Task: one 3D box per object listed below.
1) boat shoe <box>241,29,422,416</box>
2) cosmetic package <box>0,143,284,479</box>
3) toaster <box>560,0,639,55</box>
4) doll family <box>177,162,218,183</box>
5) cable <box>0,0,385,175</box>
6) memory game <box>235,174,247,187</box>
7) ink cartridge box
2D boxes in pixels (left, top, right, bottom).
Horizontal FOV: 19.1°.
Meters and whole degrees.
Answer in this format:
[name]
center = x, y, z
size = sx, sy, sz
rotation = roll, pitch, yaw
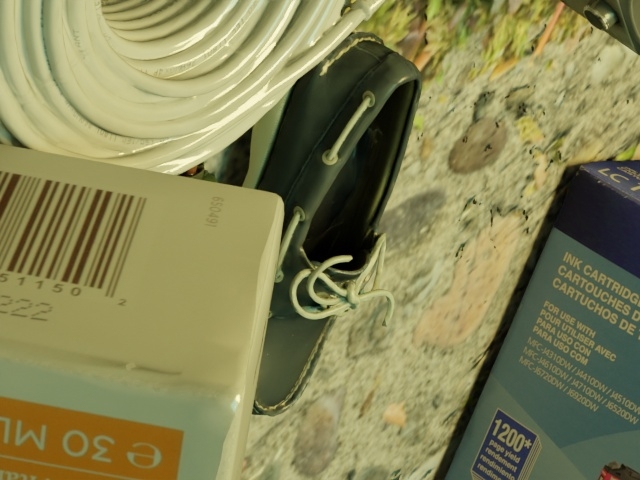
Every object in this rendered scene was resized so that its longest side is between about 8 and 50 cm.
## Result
[boat shoe]
center = 0.000, 0.000, 1.095
size = 0.095, 0.079, 0.254
rotation = -10, 125, -50
[cosmetic package]
center = -0.165, 0.186, 0.887
size = 0.161, 0.230, 0.453
rotation = -80, 180, -58
[toaster]
center = 0.199, -0.227, 1.121
size = 0.227, 0.146, 0.129
rotation = -50, 148, -10
[doll family]
center = -0.113, 0.003, 0.985
size = 0.193, 0.076, 0.111
rotation = -19, 136, -38
[cable]
center = -0.077, -0.149, 0.881
size = 0.257, 0.089, 0.257
rotation = -47, 146, -14
[memory game]
center = -0.053, 0.040, 1.146
size = 0.186, 0.012, 0.186
rotation = -33, 140, -33
[ink cartridge box]
center = 0.276, 0.116, 1.408
size = 0.151, 0.270, 0.395
rotation = -6, 122, -55
